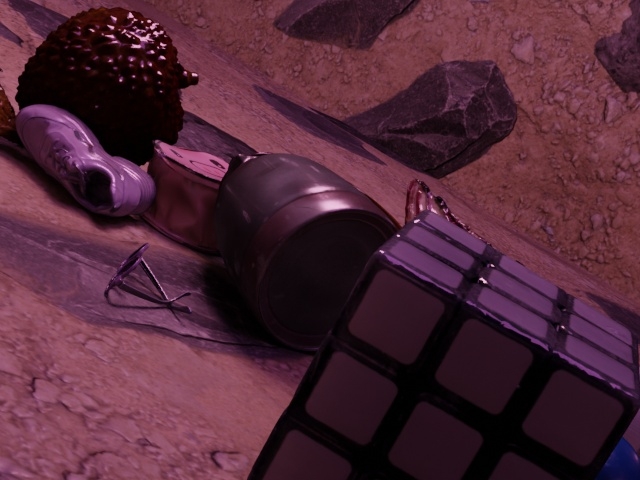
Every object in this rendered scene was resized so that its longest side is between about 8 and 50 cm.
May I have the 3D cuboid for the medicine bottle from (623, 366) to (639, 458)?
[{"bbox_3d":[0.531,0.319,1.852,0.332,0.190,0.190,27,13,-8],"label":"medicine bottle"}]

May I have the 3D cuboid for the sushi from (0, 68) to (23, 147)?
[{"bbox_3d":[-0.565,-0.265,1.897,0.287,0.149,0.140,28,11,1],"label":"sushi"}]

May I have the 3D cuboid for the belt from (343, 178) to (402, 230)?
[{"bbox_3d":[0.052,-0.043,2.440,0.184,0.105,0.261,20,18,-41],"label":"belt"}]

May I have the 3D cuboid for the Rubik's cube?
[{"bbox_3d":[0.146,0.178,1.341,0.304,0.301,0.305,30,14,6],"label":"Rubik's cube"}]

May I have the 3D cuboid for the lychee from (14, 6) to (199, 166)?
[{"bbox_3d":[-0.349,-0.254,2.035,0.304,0.275,0.276,-13,31,-21],"label":"lychee"}]

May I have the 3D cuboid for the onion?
[{"bbox_3d":[0.283,0.042,2.554,0.314,0.146,0.280,38,-8,36],"label":"onion"}]

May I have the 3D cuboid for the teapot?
[{"bbox_3d":[-0.027,0.013,1.841,0.312,0.233,0.315,50,-9,51],"label":"teapot"}]

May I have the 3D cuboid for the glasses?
[{"bbox_3d":[-0.222,0.066,1.627,0.104,0.062,0.140,49,9,-13],"label":"glasses"}]

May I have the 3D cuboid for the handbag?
[{"bbox_3d":[-0.197,-0.070,1.992,0.179,0.116,0.205,37,16,35],"label":"handbag"}]

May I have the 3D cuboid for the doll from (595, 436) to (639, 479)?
[{"bbox_3d":[0.290,0.268,1.540,0.257,0.215,0.161,42,44,-7],"label":"doll"}]

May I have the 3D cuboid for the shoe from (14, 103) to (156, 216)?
[{"bbox_3d":[-0.371,-0.117,1.862,0.245,0.095,0.137,36,11,3],"label":"shoe"}]
